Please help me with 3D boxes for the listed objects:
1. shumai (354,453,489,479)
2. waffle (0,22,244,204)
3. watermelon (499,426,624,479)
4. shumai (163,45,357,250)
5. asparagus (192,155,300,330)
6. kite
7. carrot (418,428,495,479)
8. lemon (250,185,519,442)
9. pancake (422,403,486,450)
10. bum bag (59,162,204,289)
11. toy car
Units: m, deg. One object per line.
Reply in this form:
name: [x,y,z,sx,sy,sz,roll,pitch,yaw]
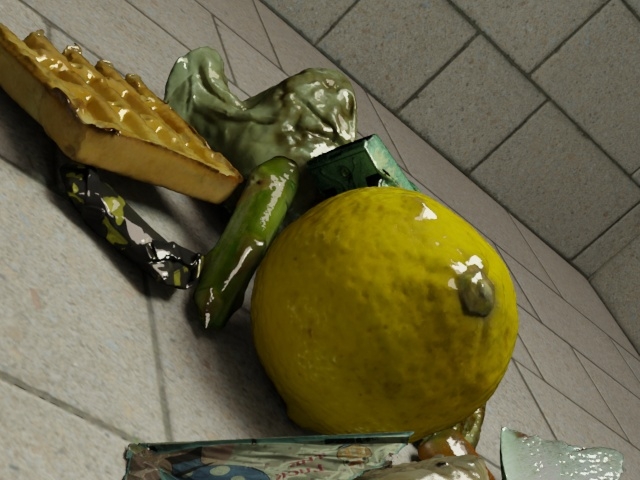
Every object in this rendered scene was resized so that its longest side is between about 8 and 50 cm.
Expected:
shumai: [0.043,0.366,1.098,0.314,0.267,0.262,-1,76,-32]
waffle: [-0.298,-0.178,1.523,0.304,0.077,0.348,44,14,31]
watermelon: [0.430,0.444,1.729,0.289,0.214,0.320,50,-1,-36]
shumai: [-0.125,-0.149,1.729,0.288,0.292,0.330,22,58,-26]
asparagus: [-0.111,0.010,1.516,0.082,0.085,0.343,44,45,-24]
kite: [-0.076,0.254,0.968,0.406,0.014,0.368,-24,28,-35]
carrot: [0.226,0.373,1.623,0.193,0.087,0.087,52,17,5]
lemon: [0.089,0.100,1.416,0.350,0.387,0.349,9,76,-38]
pancake: [0.216,0.245,1.750,0.253,0.037,0.253,13,74,-56]
bum bag: [-0.252,-0.019,1.397,0.232,0.060,0.107,40,12,-1]
toy car: [0.118,-0.015,1.624,0.320,0.141,0.097,55,49,-17]
